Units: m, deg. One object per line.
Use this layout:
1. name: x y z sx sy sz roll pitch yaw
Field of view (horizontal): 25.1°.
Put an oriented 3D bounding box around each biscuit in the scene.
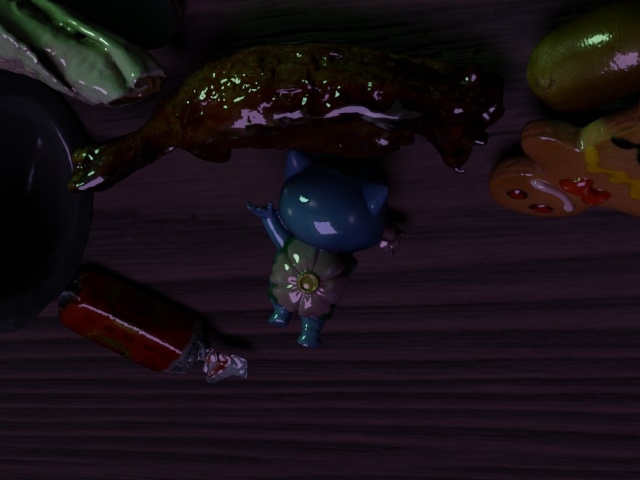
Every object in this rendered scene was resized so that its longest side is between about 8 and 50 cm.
1. biscuit: 0.238 -0.056 1.173 0.165 0.036 0.250 27 153 -33

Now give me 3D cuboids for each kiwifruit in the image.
1. kiwifruit: 0.208 -0.136 1.058 0.075 0.075 0.124 37 148 -28

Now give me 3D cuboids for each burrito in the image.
1. burrito: -0.311 -0.200 1.172 0.392 0.076 0.117 23 -176 -1

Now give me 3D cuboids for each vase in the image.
1. vase: -0.401 -0.049 1.356 0.291 0.245 0.245 5 146 30

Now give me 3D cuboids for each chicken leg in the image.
1. chicken leg: -0.049 -0.103 1.184 0.407 0.095 0.158 -8 156 22

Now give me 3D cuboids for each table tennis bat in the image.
1. table tennis bat: -0.209 -0.226 1.167 0.220 0.019 0.130 35 147 -25

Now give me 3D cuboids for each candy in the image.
1. candy: -0.213 0.092 1.619 0.292 0.059 0.086 27 143 -16

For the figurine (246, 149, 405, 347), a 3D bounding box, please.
1. figurine: 0.005 0.001 1.319 0.114 0.178 0.144 22 -168 24
